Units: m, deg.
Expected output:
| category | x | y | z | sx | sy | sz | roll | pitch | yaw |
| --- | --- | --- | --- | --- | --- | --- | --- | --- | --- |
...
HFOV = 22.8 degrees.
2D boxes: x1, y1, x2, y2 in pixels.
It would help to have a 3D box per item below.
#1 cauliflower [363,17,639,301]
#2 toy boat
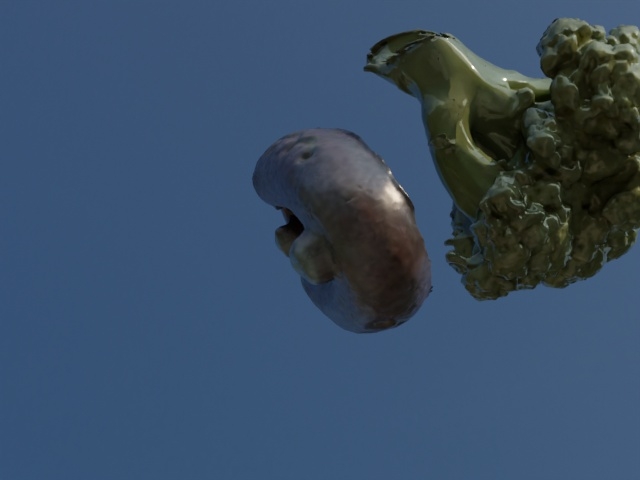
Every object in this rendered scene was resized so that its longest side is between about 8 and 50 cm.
| category | x | y | z | sx | sy | sz | roll | pitch | yaw |
| --- | --- | --- | --- | --- | --- | --- | --- | --- | --- |
| cauliflower | 0.202 | -0.092 | 1.479 | 0.260 | 0.327 | 0.281 | -18 | -54 | 46 |
| toy boat | 0.000 | 0.000 | 1.126 | 0.085 | 0.227 | 0.155 | -26 | -80 | -15 |
